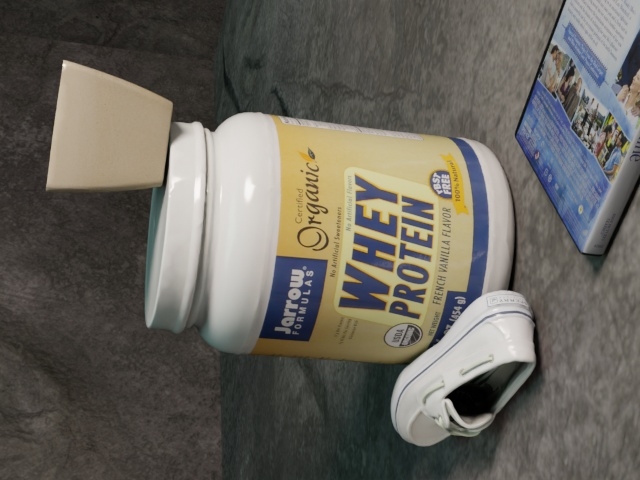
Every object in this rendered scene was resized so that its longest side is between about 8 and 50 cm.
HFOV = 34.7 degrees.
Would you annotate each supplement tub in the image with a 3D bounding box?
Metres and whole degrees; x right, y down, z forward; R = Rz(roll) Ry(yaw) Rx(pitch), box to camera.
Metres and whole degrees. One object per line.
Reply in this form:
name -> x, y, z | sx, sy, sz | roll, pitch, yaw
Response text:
supplement tub -> 0.000, 0.000, 0.978 | 0.228, 0.316, 0.228 | -175, 90, -76

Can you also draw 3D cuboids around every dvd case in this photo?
dvd case -> 0.218, -0.141, 0.768 | 0.180, 0.022, 0.253 | -102, 22, -53

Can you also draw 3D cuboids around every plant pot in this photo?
plant pot -> -0.184, -0.089, 0.894 | 0.109, 0.096, 0.109 | -168, 87, -75

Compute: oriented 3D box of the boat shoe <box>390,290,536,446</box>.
boat shoe -> 0.122, 0.137, 0.919 | 0.226, 0.083, 0.076 | 112, 160, -47
